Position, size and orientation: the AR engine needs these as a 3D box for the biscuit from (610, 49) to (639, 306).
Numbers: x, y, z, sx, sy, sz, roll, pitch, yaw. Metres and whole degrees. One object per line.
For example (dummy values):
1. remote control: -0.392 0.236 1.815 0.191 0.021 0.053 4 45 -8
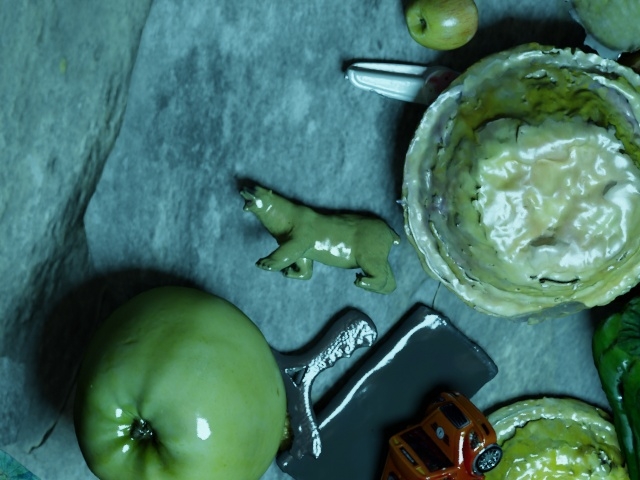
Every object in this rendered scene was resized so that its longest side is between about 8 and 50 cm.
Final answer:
1. biscuit: 0.436 -0.092 1.666 0.359 0.074 0.381 27 101 -15

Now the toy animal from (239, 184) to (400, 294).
1. toy animal: 0.000 0.000 1.637 0.218 0.103 0.101 10 87 -8

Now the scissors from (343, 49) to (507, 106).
1. scissors: 0.147 -0.184 1.620 0.242 0.030 0.118 8 105 -12

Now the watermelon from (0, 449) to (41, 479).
1. watermelon: -0.385 0.380 1.699 0.146 0.128 0.231 5 105 -28

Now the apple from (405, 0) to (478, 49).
1. apple: 0.140 -0.258 1.568 0.071 0.084 0.084 -25 111 -25

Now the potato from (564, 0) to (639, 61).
1. potato: 0.443 -0.332 1.517 0.237 0.301 0.289 -8 88 -35

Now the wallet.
1. wallet: 0.086 0.221 1.729 0.146 0.030 0.285 42 92 -18

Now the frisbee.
1. frisbee: -0.023 0.182 1.691 0.211 0.012 0.187 -11 91 -1

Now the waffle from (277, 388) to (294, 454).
1. waffle: -0.054 0.264 1.740 0.097 0.023 0.153 -24 110 2

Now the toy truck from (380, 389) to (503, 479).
1. toy truck: 0.135 0.317 1.703 0.114 0.107 0.253 -5 123 -30

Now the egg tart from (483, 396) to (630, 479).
1. egg tart: 0.301 0.345 1.769 0.290 0.107 0.291 -2 107 -6

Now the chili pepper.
1. chili pepper: 0.466 0.211 1.706 0.213 0.167 0.385 -25 127 11

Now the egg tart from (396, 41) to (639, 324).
1. egg tart: 0.267 -0.054 1.562 0.352 0.150 0.352 -1 105 -2

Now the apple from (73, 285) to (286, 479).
1. apple: -0.170 0.188 1.583 0.262 0.262 0.262 -2 108 -7
